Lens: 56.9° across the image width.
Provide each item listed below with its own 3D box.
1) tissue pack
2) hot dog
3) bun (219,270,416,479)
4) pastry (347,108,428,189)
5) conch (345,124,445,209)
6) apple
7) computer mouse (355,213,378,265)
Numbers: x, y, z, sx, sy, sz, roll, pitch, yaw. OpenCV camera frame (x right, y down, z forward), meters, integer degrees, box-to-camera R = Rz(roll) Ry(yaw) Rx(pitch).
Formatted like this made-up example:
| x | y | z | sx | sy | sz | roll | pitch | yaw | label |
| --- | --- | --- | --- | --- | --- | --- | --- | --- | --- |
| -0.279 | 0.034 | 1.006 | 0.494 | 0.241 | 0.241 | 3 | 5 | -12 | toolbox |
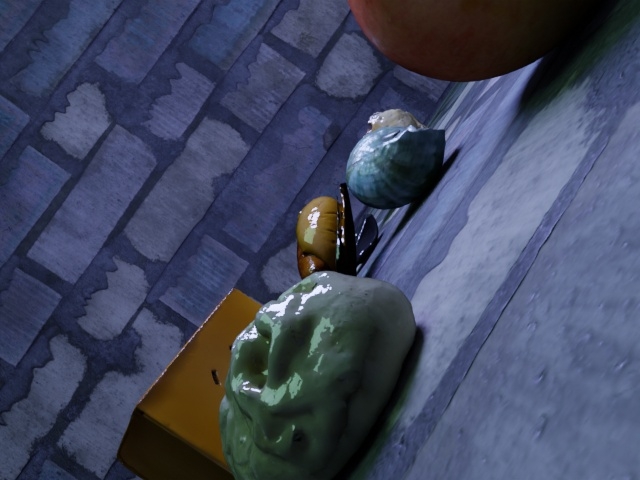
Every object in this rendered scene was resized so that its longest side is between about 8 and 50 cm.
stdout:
| x | y | z | sx | sy | sz | roll | pitch | yaw | label |
| --- | --- | --- | --- | --- | --- | --- | --- | --- | --- |
| -0.131 | 0.237 | 0.871 | 0.145 | 0.194 | 0.274 | -61 | -4 | 36 | tissue pack |
| 0.001 | 0.005 | 1.121 | 0.326 | 0.107 | 0.194 | -71 | -28 | -72 | hot dog |
| -0.018 | 0.121 | 0.539 | 0.231 | 0.133 | 0.231 | -54 | 2 | 2 | bun |
| 0.199 | -0.216 | 1.594 | 0.236 | 0.170 | 0.256 | -14 | -42 | -59 | pastry |
| 0.156 | -0.156 | 1.202 | 0.220 | 0.195 | 0.277 | -32 | -19 | 12 | conch |
| 0.201 | -0.382 | 0.737 | 0.364 | 0.363 | 0.364 | -56 | 0 | 0 | apple |
| 0.105 | 0.010 | 1.445 | 0.172 | 0.057 | 0.099 | -69 | 8 | -28 | computer mouse |
